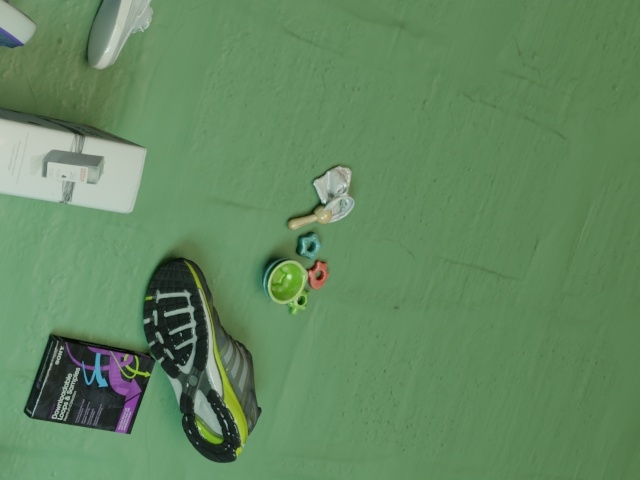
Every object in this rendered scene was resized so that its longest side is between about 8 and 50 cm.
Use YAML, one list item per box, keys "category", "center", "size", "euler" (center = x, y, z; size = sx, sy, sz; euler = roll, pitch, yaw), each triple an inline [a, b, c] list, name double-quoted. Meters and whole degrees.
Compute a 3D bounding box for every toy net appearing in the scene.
- category: "toy net"
  center: [0.000, 0.000, 1.928]
  size: [0.122, 0.045, 0.232]
  euler: [37, 82, -37]

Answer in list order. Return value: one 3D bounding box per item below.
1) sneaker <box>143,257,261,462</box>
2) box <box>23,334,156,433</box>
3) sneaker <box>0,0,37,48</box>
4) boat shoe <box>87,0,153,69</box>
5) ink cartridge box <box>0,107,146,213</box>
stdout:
- category: "sneaker"
  center: [-0.163, 0.162, 1.838]
  size: [0.121, 0.111, 0.300]
  euler: [-42, 122, -60]
- category: "box"
  center: [-0.318, 0.201, 1.776]
  size: [0.162, 0.029, 0.116]
  euler: [16, 95, -37]
- category: "sneaker"
  center: [-0.509, -0.225, 1.453]
  size: [0.322, 0.130, 0.236]
  euler: [24, 100, -43]
- category: "boat shoe"
  center: [-0.243, -0.301, 1.651]
  size: [0.063, 0.066, 0.184]
  euler: [22, 82, -37]
- category: "ink cartridge box"
  center: [-0.347, -0.104, 1.573]
  size: [0.217, 0.158, 0.092]
  euler: [11, 97, -38]
